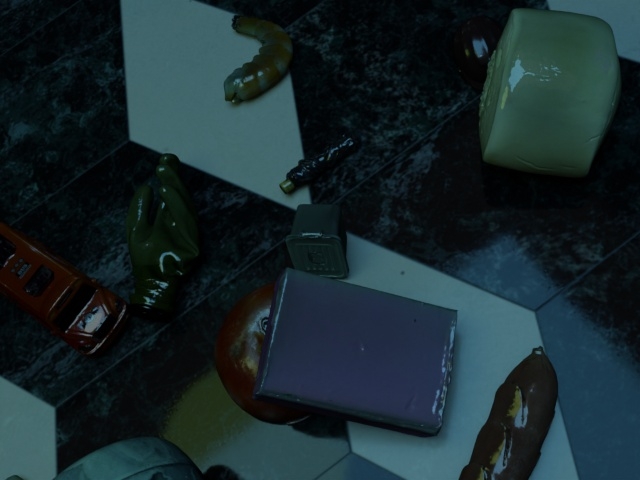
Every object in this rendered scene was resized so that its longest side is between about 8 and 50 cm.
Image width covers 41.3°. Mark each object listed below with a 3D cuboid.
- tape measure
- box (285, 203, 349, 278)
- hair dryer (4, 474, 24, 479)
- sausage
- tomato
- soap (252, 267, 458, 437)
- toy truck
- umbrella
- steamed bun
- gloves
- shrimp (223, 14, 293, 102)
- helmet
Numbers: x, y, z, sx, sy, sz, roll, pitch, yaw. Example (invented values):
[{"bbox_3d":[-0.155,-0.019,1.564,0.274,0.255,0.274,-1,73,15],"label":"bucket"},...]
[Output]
[{"bbox_3d":[-0.270,0.379,1.094,0.275,0.256,0.147,-32,57,-21],"label":"tape measure"},{"bbox_3d":[0.000,0.000,1.278,0.084,0.122,0.069,2,57,11],"label":"box"},{"bbox_3d":[-0.437,0.442,1.235,0.167,0.067,0.199,42,96,32],"label":"hair dryer"},{"bbox_3d":[0.214,0.336,1.113,0.088,0.088,0.433,24,75,20],"label":"sausage"},{"bbox_3d":[-0.053,0.151,1.246,0.225,0.085,0.225,-5,64,10],"label":"tomato"},{"bbox_3d":[0.047,0.155,1.164,0.259,0.081,0.181,14,71,-11],"label":"soap"},{"bbox_3d":[-0.427,0.076,1.335,0.253,0.114,0.107,30,76,22],"label":"toy truck"},{"bbox_3d":[-0.005,-0.124,1.370,0.144,0.037,0.040,-36,79,-7],"label":"umbrella"},{"bbox_3d":[0.343,-0.223,1.255,0.200,0.155,0.250,11,85,5],"label":"steamed bun"},{"bbox_3d":[-0.247,-0.005,1.338,0.135,0.107,0.268,5,86,22],"label":"gloves"},{"bbox_3d":[-0.131,-0.325,1.475,0.161,0.049,0.166,-38,64,-8],"label":"shrimp"},{"bbox_3d":[0.263,-0.311,1.372,0.098,0.070,0.123,-21,64,2],"label":"helmet"}]
